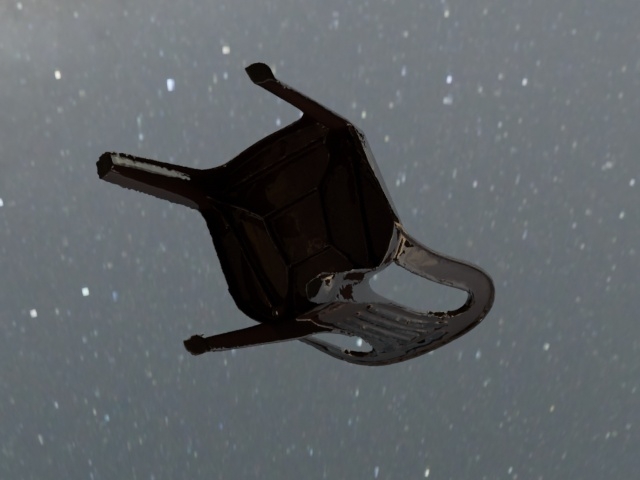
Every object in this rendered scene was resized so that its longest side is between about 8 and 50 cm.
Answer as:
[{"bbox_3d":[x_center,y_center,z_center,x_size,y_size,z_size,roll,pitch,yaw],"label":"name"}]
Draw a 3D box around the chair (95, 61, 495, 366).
[{"bbox_3d":[0.000,0.000,1.126,0.176,0.326,0.183,-27,-108,21],"label":"chair"}]
